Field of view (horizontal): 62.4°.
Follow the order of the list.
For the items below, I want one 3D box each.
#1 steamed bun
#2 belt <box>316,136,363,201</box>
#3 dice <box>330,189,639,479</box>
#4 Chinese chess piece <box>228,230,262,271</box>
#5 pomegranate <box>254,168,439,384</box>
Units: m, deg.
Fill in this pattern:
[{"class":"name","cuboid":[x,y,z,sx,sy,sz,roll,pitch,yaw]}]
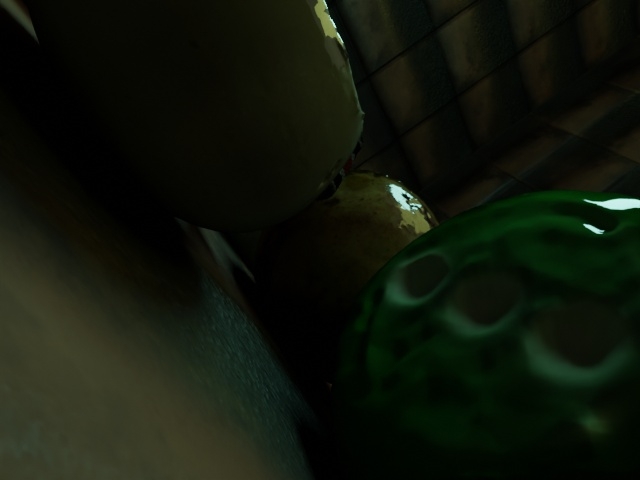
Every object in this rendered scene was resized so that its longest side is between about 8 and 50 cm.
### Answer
[{"class":"steamed bun","cuboid":[-0.117,-0.155,0.472,0.324,0.206,0.324,58,-8,13]},{"class":"belt","cuboid":[-0.096,-0.127,0.733,0.359,0.094,0.126,15,-32,42]},{"class":"dice","cuboid":[0.203,0.151,0.478,0.287,0.300,0.297,55,29,-25]},{"class":"Chinese chess piece","cuboid":[-0.099,-0.005,1.001,0.250,0.101,0.250,55,-2,3]},{"class":"pomegranate","cuboid":[0.054,0.054,0.777,0.322,0.322,0.322,55,-2,3]}]
